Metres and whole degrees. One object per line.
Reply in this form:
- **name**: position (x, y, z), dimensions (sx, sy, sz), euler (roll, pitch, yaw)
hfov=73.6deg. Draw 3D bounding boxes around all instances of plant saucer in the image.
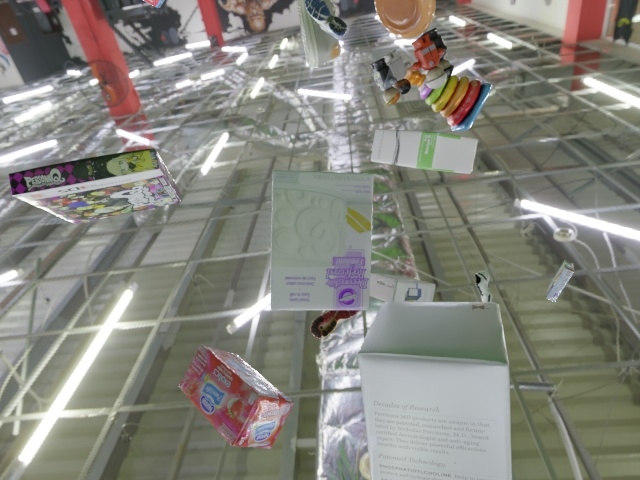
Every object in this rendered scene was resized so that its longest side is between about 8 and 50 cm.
- **plant saucer**: position (0.231, -0.673, 1.219), dimensions (0.200, 0.199, 0.037), euler (21, -125, 40)

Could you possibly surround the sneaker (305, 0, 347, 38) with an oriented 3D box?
- **sneaker**: position (0.009, -0.596, 1.157), dimensions (0.052, 0.135, 0.058), euler (-48, -170, -2)

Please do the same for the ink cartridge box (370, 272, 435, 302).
- **ink cartridge box**: position (0.303, 0.185, 1.626), dimensions (0.213, 0.093, 0.154), euler (10, -178, -36)

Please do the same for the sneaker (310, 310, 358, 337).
- **sneaker**: position (0.056, 0.259, 1.525), dimensions (0.225, 0.092, 0.088), euler (-35, -99, -10)

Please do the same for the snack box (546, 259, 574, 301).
- **snack box**: position (0.906, 0.152, 1.619), dimensions (0.037, 0.141, 0.100), euler (28, -154, 21)

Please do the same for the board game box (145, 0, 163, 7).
- **board game box**: position (-0.480, -0.698, 0.897), dimensions (0.086, 0.301, 0.308), euler (-31, 155, 35)

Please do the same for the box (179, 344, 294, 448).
- **box**: position (-0.206, 0.368, 1.025), dimensions (0.257, 0.128, 0.122), euler (22, -99, 43)

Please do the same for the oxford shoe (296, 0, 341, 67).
- **oxford shoe**: position (-0.013, -0.813, 1.491), dimensions (0.130, 0.448, 0.169), euler (-9, 169, -3)

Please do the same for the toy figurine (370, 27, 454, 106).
- **toy figurine**: position (0.271, -0.500, 1.255), dimensions (0.210, 0.148, 0.213), euler (-18, -158, 31)

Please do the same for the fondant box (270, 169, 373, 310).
- **fondant box**: position (0.000, 0.000, 1.041), dimensions (0.239, 0.329, 0.096), euler (1, -175, -7)

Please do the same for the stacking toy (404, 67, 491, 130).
- **stacking toy**: position (0.392, -0.504, 1.427), dimensions (0.302, 0.165, 0.175), euler (26, -172, -4)

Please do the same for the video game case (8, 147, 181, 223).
- **video game case**: position (-0.368, -0.088, 0.747), dimensions (0.211, 0.041, 0.232), euler (-13, 174, -12)

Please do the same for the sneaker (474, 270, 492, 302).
- **sneaker**: position (0.509, 0.151, 1.347), dimensions (0.044, 0.108, 0.040), euler (-4, 172, -23)

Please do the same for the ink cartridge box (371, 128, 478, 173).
- **ink cartridge box**: position (0.330, -0.294, 1.394), dimensions (0.199, 0.114, 0.273), euler (-3, -164, -36)

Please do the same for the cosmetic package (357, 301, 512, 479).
- **cosmetic package**: position (0.306, 0.397, 1.105), dimensions (0.328, 0.393, 0.329), euler (-3, -167, 20)
